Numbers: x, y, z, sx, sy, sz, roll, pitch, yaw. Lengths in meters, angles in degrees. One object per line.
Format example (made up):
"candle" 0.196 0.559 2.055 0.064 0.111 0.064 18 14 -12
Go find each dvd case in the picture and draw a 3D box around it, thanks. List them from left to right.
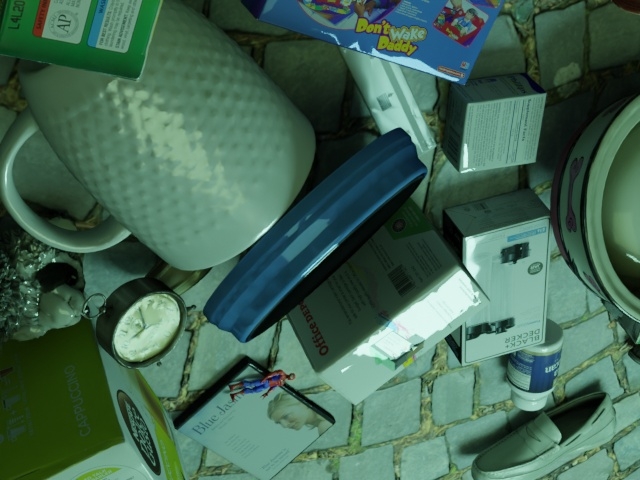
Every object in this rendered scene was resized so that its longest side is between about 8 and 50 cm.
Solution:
"dvd case" -0.113 0.322 2.027 0.180 0.022 0.253 -42 129 10

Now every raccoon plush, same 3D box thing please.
"raccoon plush" -0.533 0.014 1.577 0.446 0.299 0.216 37 125 -5

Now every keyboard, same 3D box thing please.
"keyboard" 0.104 -0.216 1.738 0.072 0.014 0.256 -27 130 4

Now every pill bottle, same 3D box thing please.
"pill bottle" 0.396 0.232 2.129 0.094 0.094 0.169 -11 128 -15

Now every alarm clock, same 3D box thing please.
"alarm clock" -0.271 0.111 1.640 0.129 0.064 0.192 -58 144 3

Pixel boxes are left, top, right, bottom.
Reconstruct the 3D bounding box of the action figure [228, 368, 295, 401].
"action figure" -0.097 0.246 1.949 0.115 0.030 0.038 -17 123 -15

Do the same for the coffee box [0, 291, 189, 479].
"coffee box" -0.405 0.351 1.720 0.338 0.337 0.334 -26 130 -3

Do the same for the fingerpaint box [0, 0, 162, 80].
"fingerpaint box" -0.241 -0.454 1.186 0.163 0.371 0.445 7 121 -27

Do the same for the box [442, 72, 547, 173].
"box" 0.270 -0.184 1.790 0.137 0.072 0.126 -9 126 -16

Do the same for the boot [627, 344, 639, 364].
"boot" 0.730 0.140 2.221 0.263 0.091 0.229 -4 120 -25

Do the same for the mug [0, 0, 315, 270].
"mug" -0.248 -0.135 1.480 0.374 0.276 0.328 -39 124 9

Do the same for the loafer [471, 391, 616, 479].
"loafer" 0.437 0.387 2.256 0.319 0.112 0.111 -23 125 -16

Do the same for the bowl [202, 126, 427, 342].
"bowl" 0.000 0.000 1.641 0.391 0.391 0.077 -44 85 11

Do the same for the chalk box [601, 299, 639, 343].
"chalk box" 0.622 0.062 2.076 0.132 0.132 0.213 -4 126 -20

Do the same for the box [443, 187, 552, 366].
"box" 0.303 0.066 1.974 0.169 0.087 0.290 -14 128 -13

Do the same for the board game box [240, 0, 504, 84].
"board game box" 0.095 -0.372 1.566 0.347 0.078 0.233 13 114 -30

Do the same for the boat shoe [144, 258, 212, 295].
"boat shoe" -0.179 -0.024 1.702 0.098 0.109 0.302 40 111 -19

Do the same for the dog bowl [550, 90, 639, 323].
"dog bowl" 0.554 -0.063 1.862 0.408 0.150 0.408 -3 97 -22

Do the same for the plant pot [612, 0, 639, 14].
"plant pot" 0.495 -0.491 1.558 0.272 0.272 0.265 -28 122 -2

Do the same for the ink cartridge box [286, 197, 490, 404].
"ink cartridge box" 0.098 0.097 1.835 0.278 0.201 0.117 -38 129 7
